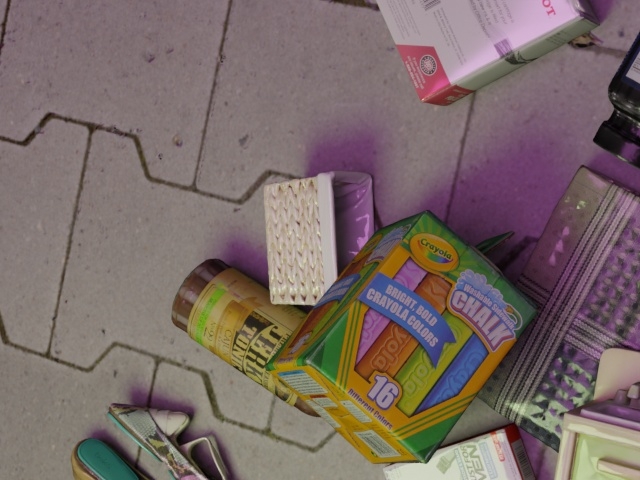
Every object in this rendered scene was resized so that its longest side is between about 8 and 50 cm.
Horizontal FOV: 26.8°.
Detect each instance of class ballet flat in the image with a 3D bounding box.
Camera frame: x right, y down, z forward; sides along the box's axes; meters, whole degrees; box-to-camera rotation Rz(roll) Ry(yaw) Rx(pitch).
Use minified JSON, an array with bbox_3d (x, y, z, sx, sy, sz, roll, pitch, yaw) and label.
[{"bbox_3d":[-0.186,0.281,1.792,0.079,0.077,0.221,-44,77,0],"label":"ballet flat"},{"bbox_3d":[-0.251,0.360,1.827,0.232,0.080,0.073,40,134,22],"label":"ballet flat"}]

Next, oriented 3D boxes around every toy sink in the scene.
[{"bbox_3d":[0.343,0.246,1.451,0.152,0.131,0.234,12,96,27],"label":"toy sink"}]

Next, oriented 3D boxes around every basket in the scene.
[{"bbox_3d":[0.000,0.000,1.674,0.103,0.113,0.167,-3,90,29],"label":"basket"}]

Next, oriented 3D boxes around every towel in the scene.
[{"bbox_3d":[0.363,0.117,1.545,0.312,0.056,0.324,33,106,24],"label":"towel"}]

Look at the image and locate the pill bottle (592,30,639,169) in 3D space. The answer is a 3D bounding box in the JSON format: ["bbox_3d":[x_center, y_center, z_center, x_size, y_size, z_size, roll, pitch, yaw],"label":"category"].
[{"bbox_3d":[0.394,-0.183,1.480,0.123,0.123,0.219,33,104,21],"label":"pill bottle"}]

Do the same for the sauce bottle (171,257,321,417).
[{"bbox_3d":[-0.029,0.146,1.688,0.344,0.111,0.111,30,103,22],"label":"sauce bottle"}]

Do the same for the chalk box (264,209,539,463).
[{"bbox_3d":[0.109,0.088,1.530,0.179,0.180,0.289,41,72,-7],"label":"chalk box"}]

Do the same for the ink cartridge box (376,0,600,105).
[{"bbox_3d":[0.196,-0.277,1.588,0.218,0.092,0.158,-27,80,25],"label":"ink cartridge box"}]

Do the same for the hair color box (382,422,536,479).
[{"bbox_3d":[0.170,0.291,1.628,0.167,0.053,0.093,-23,82,25],"label":"hair color box"}]
